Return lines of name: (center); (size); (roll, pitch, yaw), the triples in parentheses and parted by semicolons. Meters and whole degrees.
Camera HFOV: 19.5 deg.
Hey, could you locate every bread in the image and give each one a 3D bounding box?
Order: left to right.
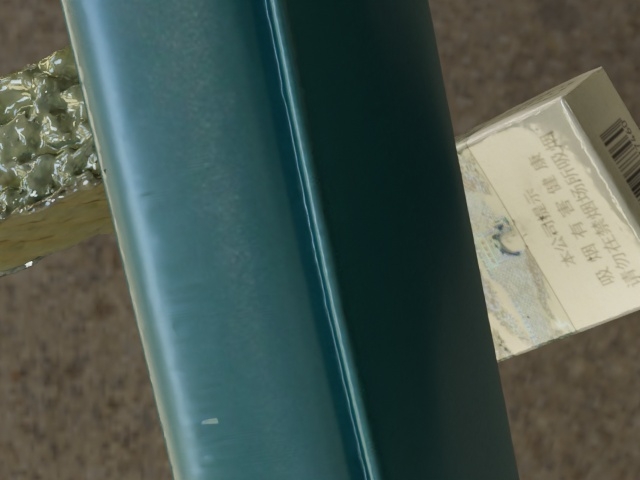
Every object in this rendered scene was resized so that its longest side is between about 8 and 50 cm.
bread: (-0.088, -0.043, 0.783); (0.232, 0.172, 0.064); (-19, 78, -31)

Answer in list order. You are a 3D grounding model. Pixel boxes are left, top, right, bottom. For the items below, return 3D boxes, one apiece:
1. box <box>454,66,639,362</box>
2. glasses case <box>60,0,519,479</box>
box: (0.139, -0.004, 1.384); (0.069, 0.256, 0.164); (-38, 99, -46)
glasses case: (0.000, 0.000, 0.451); (0.070, 0.301, 0.117); (-6, 15, 16)
